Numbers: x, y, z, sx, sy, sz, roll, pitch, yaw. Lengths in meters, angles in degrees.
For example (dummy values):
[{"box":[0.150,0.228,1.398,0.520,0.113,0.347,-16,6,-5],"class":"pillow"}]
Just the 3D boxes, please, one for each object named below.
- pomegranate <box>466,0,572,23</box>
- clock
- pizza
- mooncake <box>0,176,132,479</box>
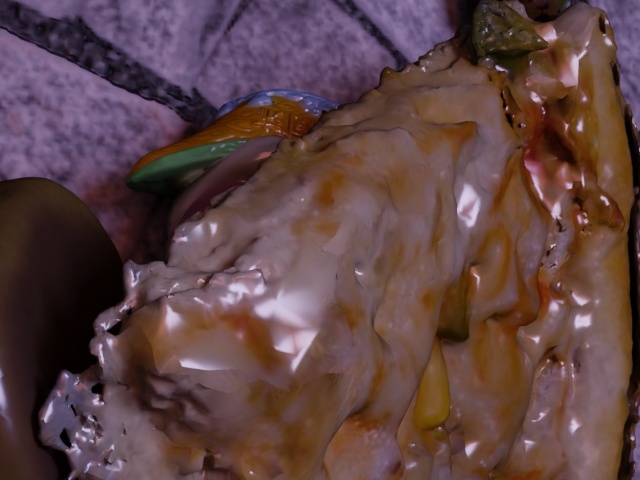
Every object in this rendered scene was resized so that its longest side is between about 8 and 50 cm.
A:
[{"box":[0.130,-0.150,0.986,0.073,0.073,0.084,-29,113,-28],"class":"pomegranate"},{"box":[0.000,0.000,0.861,0.231,0.103,0.144,20,60,-20],"class":"clock"},{"box":[0.084,0.053,0.801,0.435,0.080,0.392,52,54,-41],"class":"pizza"},{"box":[-0.152,0.085,0.703,0.117,0.235,0.234,-10,77,10],"class":"mooncake"}]
